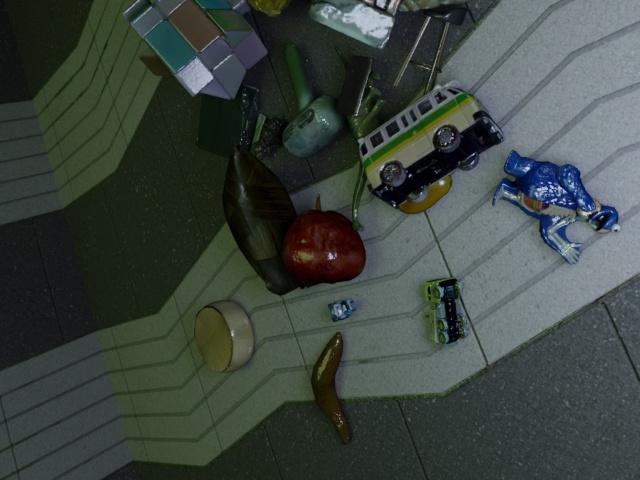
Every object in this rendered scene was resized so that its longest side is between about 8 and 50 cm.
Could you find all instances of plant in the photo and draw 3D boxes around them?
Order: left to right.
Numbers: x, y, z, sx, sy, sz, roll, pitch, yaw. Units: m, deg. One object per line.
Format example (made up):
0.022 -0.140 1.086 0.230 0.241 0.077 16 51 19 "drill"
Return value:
-0.164 -0.314 2.038 0.174 0.087 0.085 -48 32 35 "plant"

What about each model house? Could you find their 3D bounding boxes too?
0.119 -0.644 1.538 0.267 0.194 0.325 -92 27 -70 "model house"

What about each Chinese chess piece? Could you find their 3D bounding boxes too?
-0.345 0.341 2.322 0.257 0.104 0.257 10 104 47 "Chinese chess piece"

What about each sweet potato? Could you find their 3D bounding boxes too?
0.027 0.442 1.951 0.108 0.079 0.346 -1 99 35 "sweet potato"

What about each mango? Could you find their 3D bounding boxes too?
0.246 -0.131 1.608 0.163 0.089 0.111 -42 77 32 "mango"

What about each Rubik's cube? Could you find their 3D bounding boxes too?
-0.373 -0.622 1.976 0.358 0.368 0.387 -43 52 -1 "Rubik's cube"

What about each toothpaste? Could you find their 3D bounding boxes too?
-0.207 -0.313 2.117 0.048 0.029 0.197 41 123 50 "toothpaste"

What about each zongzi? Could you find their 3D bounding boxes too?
-0.156 -0.048 1.869 0.432 0.207 0.404 97 150 -78 "zongzi"

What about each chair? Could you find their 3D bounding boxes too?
0.255 -0.447 1.521 0.095 0.104 0.222 24 112 5 "chair"

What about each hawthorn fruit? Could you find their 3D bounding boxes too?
0.000 0.000 1.808 0.210 0.230 0.266 106 156 -64 "hawthorn fruit"

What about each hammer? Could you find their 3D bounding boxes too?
-0.045 -0.417 1.871 0.206 0.118 0.336 -32 66 45 "hammer"

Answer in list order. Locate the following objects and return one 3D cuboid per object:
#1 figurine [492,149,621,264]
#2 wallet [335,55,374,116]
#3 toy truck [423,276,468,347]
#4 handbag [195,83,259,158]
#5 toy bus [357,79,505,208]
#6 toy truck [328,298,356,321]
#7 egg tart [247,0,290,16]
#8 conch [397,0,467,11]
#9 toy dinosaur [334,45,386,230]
0.487 -0.087 1.338 0.262 0.120 0.164 40 132 16 "figurine"
0.088 -0.397 1.677 0.082 0.018 0.157 24 101 45 "wallet"
0.298 0.175 1.612 0.100 0.077 0.169 1 101 61 "toy truck"
-0.311 -0.405 2.176 0.260 0.079 0.248 27 116 42 "handbag"
0.244 -0.226 1.496 0.305 0.143 0.179 -33 58 23 "toy bus"
0.071 0.192 1.862 0.090 0.073 0.056 -33 73 46 "toy truck"
-0.113 -0.815 1.851 0.341 0.132 0.342 9 102 47 "egg tart"
0.272 -0.590 1.492 0.172 0.106 0.116 12 125 32 "conch"
0.091 -0.282 1.751 0.301 0.087 0.447 -50 57 38 "toy dinosaur"
